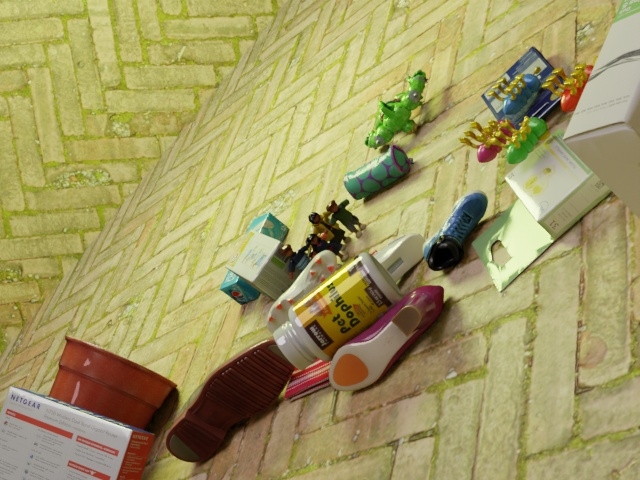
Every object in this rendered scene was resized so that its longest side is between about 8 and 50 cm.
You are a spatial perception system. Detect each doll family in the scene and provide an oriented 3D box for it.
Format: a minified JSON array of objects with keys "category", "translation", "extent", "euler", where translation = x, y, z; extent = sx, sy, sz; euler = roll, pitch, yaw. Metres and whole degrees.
[{"category":"doll family","translation":[0.000,0.000,2.008],"extent":[0.076,0.111,0.193],"euler":[-9,47,58]}]

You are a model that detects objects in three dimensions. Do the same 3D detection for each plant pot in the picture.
[{"category":"plant pot","translation":[-0.493,0.384,2.186],"extent":[0.272,0.272,0.265],"euler":[-2,61,61]}]

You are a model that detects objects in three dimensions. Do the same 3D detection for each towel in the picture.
[{"category":"towel","translation":[0.027,0.154,1.833],"extent":[0.199,0.031,0.274],"euler":[-31,30,41]}]

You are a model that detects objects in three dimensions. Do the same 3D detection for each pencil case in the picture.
[{"category":"pencil case","translation":[0.117,-0.141,2.065],"extent":[0.152,0.064,0.070],"euler":[-29,47,41]}]

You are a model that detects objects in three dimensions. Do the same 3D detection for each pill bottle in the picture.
[{"category":"pill bottle","translation":[0.028,0.125,1.689],"extent":[0.215,0.117,0.117],"euler":[-38,25,8]}]

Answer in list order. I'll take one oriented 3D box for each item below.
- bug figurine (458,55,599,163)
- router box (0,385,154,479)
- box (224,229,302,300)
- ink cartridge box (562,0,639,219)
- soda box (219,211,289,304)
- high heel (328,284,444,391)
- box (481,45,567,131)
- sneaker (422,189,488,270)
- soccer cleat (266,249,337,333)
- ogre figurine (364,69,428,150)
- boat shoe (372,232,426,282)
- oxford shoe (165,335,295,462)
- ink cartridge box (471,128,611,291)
[{"category":"bug figurine","translation":[0.346,-0.212,1.643],"extent":[0.216,0.072,0.279],"euler":[-49,17,-7]},{"category":"router box","translation":[-0.527,0.482,1.988],"extent":[0.336,0.082,0.301],"euler":[13,80,28]},{"category":"box","translation":[-0.106,0.060,2.109],"extent":[0.103,0.114,0.203],"euler":[-55,23,-6]},{"category":"ink cartridge box","translation":[0.462,-0.185,1.322],"extent":[0.115,0.198,0.272],"euler":[-12,43,56]},{"category":"soda box","translation":[-0.150,0.040,2.282],"extent":[0.071,0.067,0.210],"euler":[-23,36,48]},{"category":"high heel","translation":[0.110,0.160,1.648],"extent":[0.244,0.082,0.117],"euler":[-53,-13,33]},{"category":"box","translation":[0.375,-0.258,1.799],"extent":[0.136,0.036,0.225],"euler":[-44,24,17]},{"category":"sneaker","translation":[0.230,-0.012,1.665],"extent":[0.152,0.058,0.084],"euler":[-48,17,18]},{"category":"soccer cleat","translation":[-0.031,0.101,1.914],"extent":[0.196,0.068,0.076],"euler":[-52,1,12]},{"category":"ogre figurine","translation":[0.162,-0.270,2.140],"extent":[0.197,0.097,0.118],"euler":[-32,16,14]},{"category":"boat shoe","translation":[0.107,0.050,1.780],"extent":[0.184,0.066,0.063],"euler":[-45,12,-6]},{"category":"oxford shoe","translation":[-0.170,0.275,1.891],"extent":[0.348,0.123,0.130],"euler":[-42,17,25]},{"category":"ink cartridge box","translation":[0.328,-0.051,1.556],"extent":[0.235,0.056,0.171],"euler":[-43,25,14]}]
